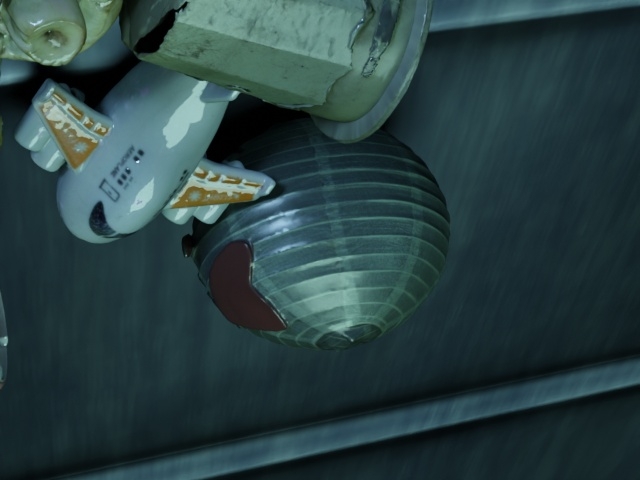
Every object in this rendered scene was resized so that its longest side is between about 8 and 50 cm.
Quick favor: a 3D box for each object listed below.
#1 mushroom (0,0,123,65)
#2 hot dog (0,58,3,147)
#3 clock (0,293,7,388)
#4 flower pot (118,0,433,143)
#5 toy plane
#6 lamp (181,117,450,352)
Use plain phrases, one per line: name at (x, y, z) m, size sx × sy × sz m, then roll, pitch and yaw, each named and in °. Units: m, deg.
mushroom at (-0.216, -0.192, 1.453) m, size 0.148 × 0.112 × 0.148 m, roll -15°, pitch 144°, yaw -11°
hot dog at (-0.300, -0.120, 1.574) m, size 0.078 × 0.061 × 0.169 m, roll -46°, pitch 153°, yaw -51°
clock at (-0.358, 0.047, 1.653) m, size 0.142 × 0.241 × 0.227 m, roll -17°, pitch 154°, yaw -3°
flower pot at (-0.046, -0.190, 1.501) m, size 0.202 × 0.212 × 0.212 m, roll 4°, pitch 144°, yaw -28°
toy plane at (-0.146, -0.087, 1.667) m, size 0.244 × 0.117 × 0.245 m, roll -11°, pitch 133°, yaw -12°
lamp at (0.000, 0.000, 1.840) m, size 0.265 × 0.233 × 0.233 m, roll 15°, pitch 136°, yaw -43°
